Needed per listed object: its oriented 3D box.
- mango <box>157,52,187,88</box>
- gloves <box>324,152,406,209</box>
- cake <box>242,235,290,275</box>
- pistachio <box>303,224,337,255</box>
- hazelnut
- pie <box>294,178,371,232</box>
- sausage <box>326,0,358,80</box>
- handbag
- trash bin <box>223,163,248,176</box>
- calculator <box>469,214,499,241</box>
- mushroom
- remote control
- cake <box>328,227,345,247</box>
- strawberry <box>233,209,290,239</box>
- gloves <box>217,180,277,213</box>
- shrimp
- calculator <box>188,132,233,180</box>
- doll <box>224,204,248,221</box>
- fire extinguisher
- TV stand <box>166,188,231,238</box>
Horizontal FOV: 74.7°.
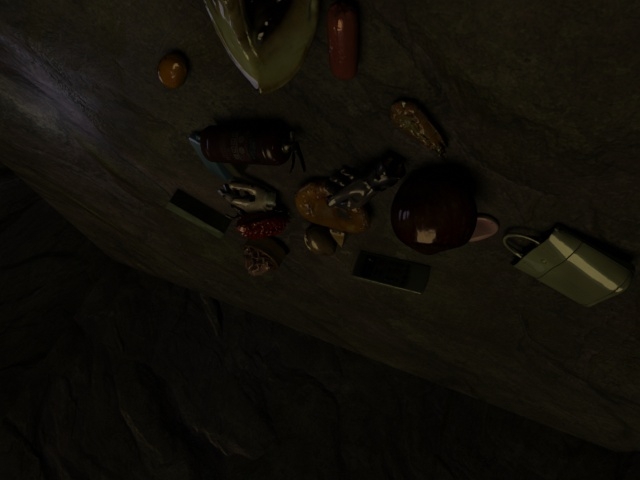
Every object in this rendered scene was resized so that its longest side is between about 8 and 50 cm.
[{"bbox_3d":[-0.390,-0.450,1.111,0.079,0.057,0.114,44,146,-22],"label":"mango"},{"bbox_3d":[0.110,-0.154,1.175,0.286,0.142,0.119,-9,113,50],"label":"gloves"},{"bbox_3d":[-0.263,0.080,1.901,0.208,0.178,0.185,16,153,9],"label":"cake"},{"bbox_3d":[0.000,0.000,1.604,0.113,0.113,0.149,-1,141,42],"label":"pistachio"},{"bbox_3d":[0.285,-0.071,1.094,0.234,0.218,0.218,-2,144,44],"label":"hazelnut"},{"bbox_3d":[0.044,-0.106,1.390,0.274,0.069,0.273,18,155,9],"label":"pie"},{"bbox_3d":[0.045,-0.394,0.834,0.062,0.062,0.154,17,153,15],"label":"sausage"},{"bbox_3d":[0.667,0.049,1.174,0.315,0.109,0.241,33,156,12],"label":"handbag"},{"bbox_3d":[-0.287,-0.260,1.388,0.043,0.060,0.092,10,153,29],"label":"trash bin"},{"bbox_3d":[0.445,-0.034,1.234,0.103,0.024,0.166,32,153,-16],"label":"calculator"},{"bbox_3d":[-0.131,-0.470,0.785,0.217,0.212,0.292,61,-173,29],"label":"mushroom"},{"bbox_3d":[0.265,0.121,1.583,0.285,0.123,0.038,13,155,25],"label":"remote control"},{"bbox_3d":[0.081,-0.015,1.555,0.065,0.052,0.121,6,149,29],"label":"cake"},{"bbox_3d":[-0.214,-0.051,1.559,0.175,0.228,0.097,-2,105,16],"label":"strawberry"},{"bbox_3d":[-0.263,-0.152,1.511,0.212,0.111,0.127,0,179,-2],"label":"gloves"},{"bbox_3d":[0.235,-0.256,0.972,0.184,0.043,0.091,38,159,-14],"label":"shrimp"},{"bbox_3d":[-0.368,-0.279,1.415,0.121,0.039,0.210,30,160,30],"label":"calculator"},{"bbox_3d":[-0.302,-0.096,1.733,0.139,0.057,0.165,-8,149,46],"label":"doll"},{"bbox_3d":[-0.188,-0.267,1.211,0.337,0.114,0.135,8,109,30],"label":"fire extinguisher"},{"bbox_3d":[-0.537,-0.117,1.865,0.270,0.082,0.088,32,152,-16],"label":"TV stand"}]
